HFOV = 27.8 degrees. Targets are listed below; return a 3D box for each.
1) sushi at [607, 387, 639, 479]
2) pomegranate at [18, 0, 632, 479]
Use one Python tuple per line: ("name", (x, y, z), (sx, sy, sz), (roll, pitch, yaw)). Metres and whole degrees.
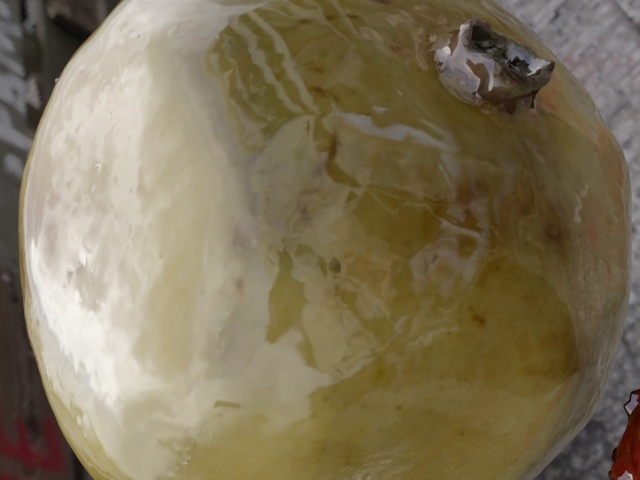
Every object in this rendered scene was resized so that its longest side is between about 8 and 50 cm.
("sushi", (0.283, 0.089, 0.469), (0.343, 0.182, 0.196), (-22, 65, 32))
("pomegranate", (0.000, 0.000, 0.685), (0.332, 0.332, 0.333), (-28, 45, 32))
